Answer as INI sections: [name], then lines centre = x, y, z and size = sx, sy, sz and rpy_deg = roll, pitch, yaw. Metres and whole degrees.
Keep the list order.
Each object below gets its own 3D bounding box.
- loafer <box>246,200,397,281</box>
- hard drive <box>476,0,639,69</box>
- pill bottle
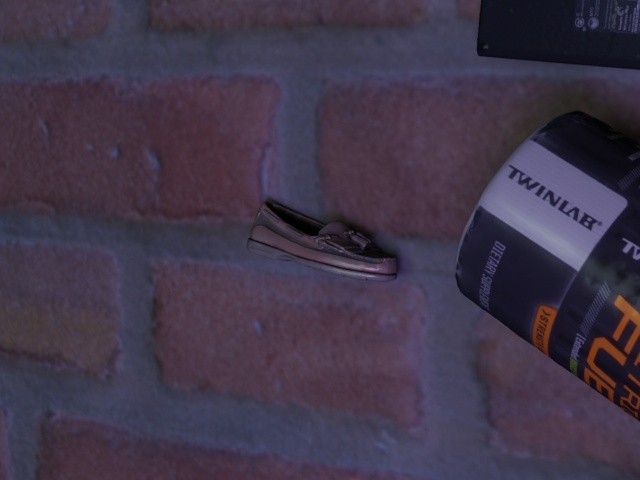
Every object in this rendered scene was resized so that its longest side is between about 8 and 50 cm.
[loafer]
centre = 0.000, 0.000, 0.861
size = 0.125, 0.045, 0.039
rpy_deg = 12, 96, 36
[hard drive]
centre = 0.161, -0.153, 0.740
size = 0.135, 0.022, 0.094
rpy_deg = 11, 102, 33
[pill bottle]
centre = 0.205, 0.041, 0.670
size = 0.246, 0.130, 0.130
rpy_deg = 36, 115, 26
